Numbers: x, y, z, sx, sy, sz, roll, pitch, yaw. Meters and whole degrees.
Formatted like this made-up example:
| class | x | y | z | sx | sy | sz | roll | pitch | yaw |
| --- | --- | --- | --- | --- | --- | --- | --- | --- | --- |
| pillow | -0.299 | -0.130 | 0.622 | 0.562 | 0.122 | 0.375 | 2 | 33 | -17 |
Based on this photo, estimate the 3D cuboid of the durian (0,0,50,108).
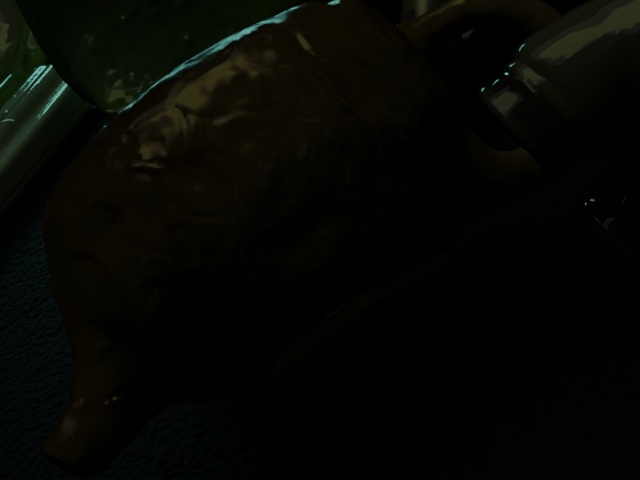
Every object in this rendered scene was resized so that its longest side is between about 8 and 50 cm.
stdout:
| class | x | y | z | sx | sy | sz | roll | pitch | yaw |
| --- | --- | --- | --- | --- | --- | --- | --- | --- | --- |
| durian | -0.347 | -0.146 | 1.506 | 0.158 | 0.169 | 0.352 | -14 | 27 | 34 |

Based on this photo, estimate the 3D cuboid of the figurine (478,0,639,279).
| class | x | y | z | sx | sy | sz | roll | pitch | yaw |
| --- | --- | --- | --- | --- | --- | --- | --- | --- | --- |
| figurine | 0.244 | -0.141 | 0.723 | 0.380 | 0.248 | 0.203 | -41 | -1 | 2 |

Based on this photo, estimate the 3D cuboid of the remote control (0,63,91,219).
| class | x | y | z | sx | sy | sz | roll | pitch | yaw |
| --- | --- | --- | --- | --- | --- | --- | --- | --- | --- |
| remote control | -0.249 | -0.074 | 1.389 | 0.090 | 0.049 | 0.230 | -20 | 25 | 30 |

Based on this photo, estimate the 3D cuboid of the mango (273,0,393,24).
| class | x | y | z | sx | sy | sz | roll | pitch | yaw |
| --- | --- | --- | --- | --- | --- | --- | --- | --- | --- |
| mango | -0.007 | -0.108 | 1.126 | 0.122 | 0.085 | 0.191 | -35 | 10 | 14 |

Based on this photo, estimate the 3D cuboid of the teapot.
| class | x | y | z | sx | sy | sz | roll | pitch | yaw |
| --- | --- | --- | --- | --- | --- | --- | --- | --- | --- |
| teapot | 0.000 | 0.000 | 0.787 | 0.311 | 0.167 | 0.203 | -33 | -11 | -12 |

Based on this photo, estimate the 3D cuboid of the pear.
| class | x | y | z | sx | sy | sz | roll | pitch | yaw |
| --- | --- | --- | --- | --- | --- | --- | --- | --- | --- |
| pear | -0.110 | -0.238 | 1.268 | 0.286 | 0.282 | 0.176 | -28 | 14 | 7 |

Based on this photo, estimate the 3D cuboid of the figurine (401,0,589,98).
| class | x | y | z | sx | sy | sz | roll | pitch | yaw |
| --- | --- | --- | --- | --- | --- | --- | --- | --- | --- |
| figurine | 0.154 | -0.170 | 0.986 | 0.222 | 0.145 | 0.145 | -19 | 24 | 29 |
